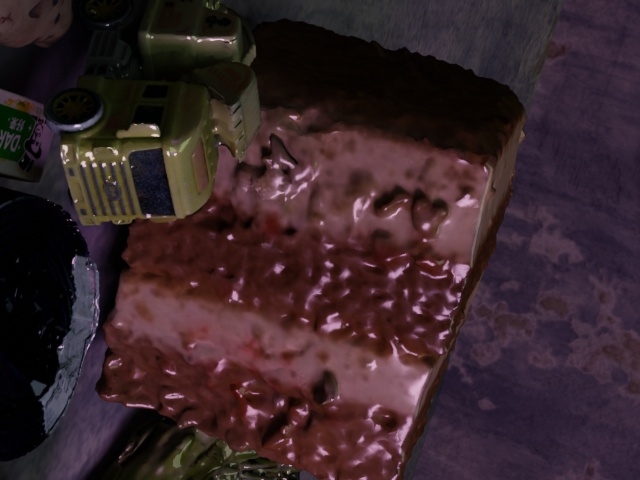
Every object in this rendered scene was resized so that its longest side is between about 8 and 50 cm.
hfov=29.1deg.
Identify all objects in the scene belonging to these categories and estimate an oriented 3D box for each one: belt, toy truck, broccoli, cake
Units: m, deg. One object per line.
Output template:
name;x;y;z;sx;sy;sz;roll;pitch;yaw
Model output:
belt;-0.200;0.046;0.732;0.198;0.078;0.151;80;30;-54
toy truck;-0.093;-0.098;0.767;0.085;0.116;0.191;86;7;-48
broccoli;-0.124;0.204;1.075;0.304;0.145;0.165;-34;138;-42
cake;0.000;0.000;0.947;0.282;0.256;0.290;-49;153;-67

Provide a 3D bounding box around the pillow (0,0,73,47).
pillow;-0.174;-0.169;0.623;0.093;0.051;0.241;-60;162;-29

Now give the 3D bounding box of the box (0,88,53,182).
box;-0.207;-0.067;0.651;0.207;0.041;0.049;15;90;-73
